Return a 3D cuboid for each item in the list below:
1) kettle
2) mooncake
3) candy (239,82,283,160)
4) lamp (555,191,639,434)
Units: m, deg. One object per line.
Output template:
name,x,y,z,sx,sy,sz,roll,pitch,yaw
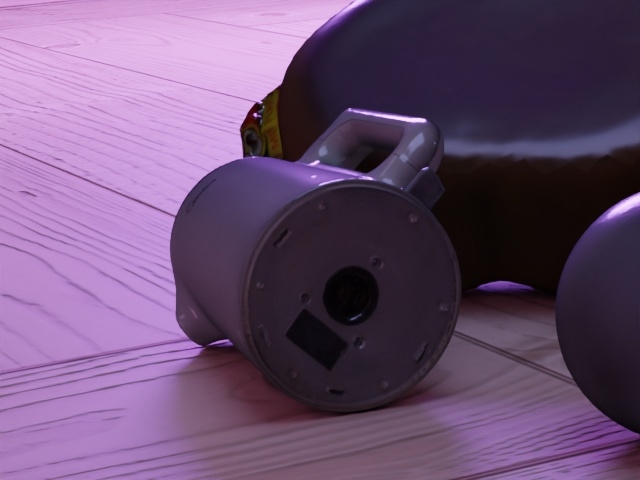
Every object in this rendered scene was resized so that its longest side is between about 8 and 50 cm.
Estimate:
kettle,-0.006,0.000,0.870,0.098,0.127,0.148,8,7,-19
mooncake,0.100,-0.065,1.039,0.234,0.117,0.235,-7,37,5
candy,0.101,-0.075,1.223,0.305,0.083,0.091,-7,52,4
lamp,0.144,0.027,0.746,0.105,0.105,0.105,-3,13,1
